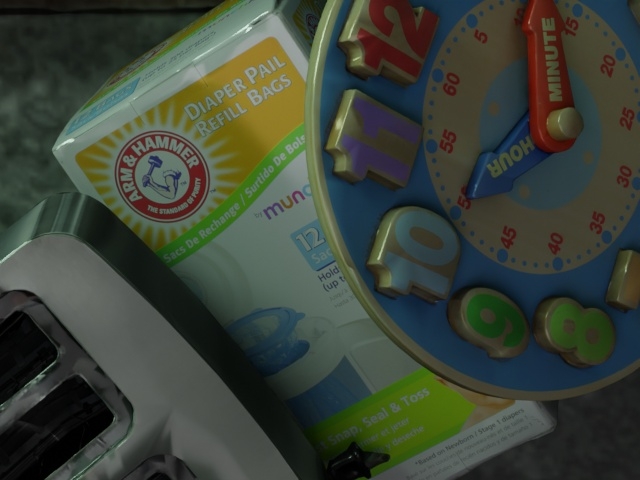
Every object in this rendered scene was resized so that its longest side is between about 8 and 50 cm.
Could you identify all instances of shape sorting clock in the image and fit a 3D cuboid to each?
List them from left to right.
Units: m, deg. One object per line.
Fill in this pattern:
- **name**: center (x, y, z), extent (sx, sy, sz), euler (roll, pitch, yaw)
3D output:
- **shape sorting clock**: center (0.084, -0.042, 0.760), extent (0.206, 0.040, 0.206), euler (2, 86, -28)

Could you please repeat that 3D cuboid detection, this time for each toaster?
- **toaster**: center (-0.092, 0.088, 0.732), extent (0.185, 0.110, 0.168), euler (-39, 99, 1)

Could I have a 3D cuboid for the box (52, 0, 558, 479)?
- **box**: center (0.000, 0.000, 0.819), extent (0.114, 0.103, 0.203), euler (-29, 105, 18)
